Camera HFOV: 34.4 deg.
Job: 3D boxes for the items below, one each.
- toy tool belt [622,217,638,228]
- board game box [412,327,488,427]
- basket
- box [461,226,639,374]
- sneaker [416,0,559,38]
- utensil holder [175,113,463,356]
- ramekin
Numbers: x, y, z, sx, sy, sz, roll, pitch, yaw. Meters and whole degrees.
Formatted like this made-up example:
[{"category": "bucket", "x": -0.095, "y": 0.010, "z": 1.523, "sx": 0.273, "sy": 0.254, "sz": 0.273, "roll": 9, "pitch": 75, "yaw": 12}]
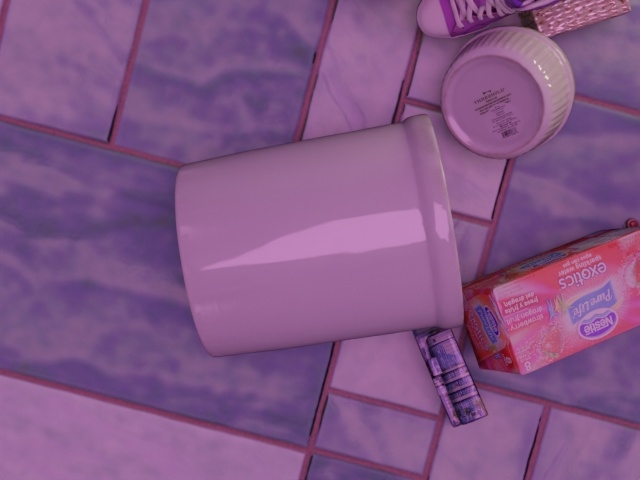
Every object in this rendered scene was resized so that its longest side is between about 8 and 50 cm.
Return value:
[{"category": "toy tool belt", "x": 0.543, "y": -0.004, "z": 1.710, "sx": 0.083, "sy": 0.051, "sz": 0.052, "roll": 45, "pitch": 92, "yaw": -2}, {"category": "board game box", "x": 0.203, "y": 0.203, "z": 1.675, "sx": 0.060, "sy": 0.194, "sz": 0.194, "roll": -24, "pitch": 79, "yaw": 2}, {"category": "basket", "x": 0.400, "y": -0.389, "z": 1.658, "sx": 0.167, "sy": 0.113, "sz": 0.103, "roll": -16, "pitch": 97, "yaw": 2}, {"category": "box", "x": 0.385, "y": 0.090, "z": 1.626, "sx": 0.299, "sy": 0.154, "sz": 0.142, "roll": -20, "pitch": 93, "yaw": -17}, {"category": "sneaker", "x": 0.258, "y": -0.370, "z": 1.542, "sx": 0.282, "sy": 0.161, "sz": 0.102, "roll": -17, "pitch": 102, "yaw": 26}, {"category": "utensil holder", "x": 0.000, "y": 0.000, "z": 1.582, "sx": 0.385, "sy": 0.327, "sz": 0.328, "roll": -9, "pitch": 93, "yaw": 4}, {"category": "ramekin", "x": 0.286, "y": -0.226, "z": 1.622, "sx": 0.207, "sy": 0.109, "sz": 0.207, "roll": 11, "pitch": 116, "yaw": 22}]
